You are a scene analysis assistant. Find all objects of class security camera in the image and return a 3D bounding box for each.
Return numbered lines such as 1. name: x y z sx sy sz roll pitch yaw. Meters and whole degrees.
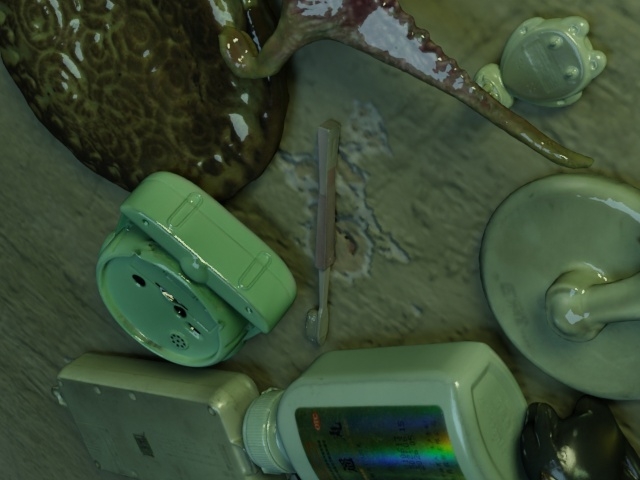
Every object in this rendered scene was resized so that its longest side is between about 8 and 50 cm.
1. security camera: 0.206 0.027 0.624 0.302 0.080 0.157 -15 107 46

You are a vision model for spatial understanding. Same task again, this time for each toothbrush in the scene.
1. toothbrush: 0.002 0.001 0.811 0.017 0.014 0.194 24 130 26

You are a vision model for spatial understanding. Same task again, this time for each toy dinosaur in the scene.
1. toy dinosaur: 0.020 -0.137 0.634 0.200 0.072 0.251 -3 113 53

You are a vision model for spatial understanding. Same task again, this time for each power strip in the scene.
1. power strip: 0.121 -0.097 0.638 0.083 0.035 0.055 -22 102 42
2. power strip: -0.141 0.168 1.001 0.270 0.046 0.118 1 118 43

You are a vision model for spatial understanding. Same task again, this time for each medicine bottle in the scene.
1. medicine bottle: 0.041 0.141 0.821 0.229 0.083 0.121 -8 114 43

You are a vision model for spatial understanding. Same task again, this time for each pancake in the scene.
1. pancake: -0.148 -0.155 0.820 0.288 0.033 0.286 -5 112 40

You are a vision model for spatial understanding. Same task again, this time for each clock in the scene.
1. clock: -0.111 0.040 0.879 0.148 0.060 0.188 39 143 -3

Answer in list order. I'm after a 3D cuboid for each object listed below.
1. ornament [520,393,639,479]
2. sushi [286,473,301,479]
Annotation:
1. ornament: 0.163 0.225 0.668 0.080 0.236 0.202 -22 105 34
2. sushi: 0.049 0.342 0.968 0.279 0.043 0.192 51 145 21
